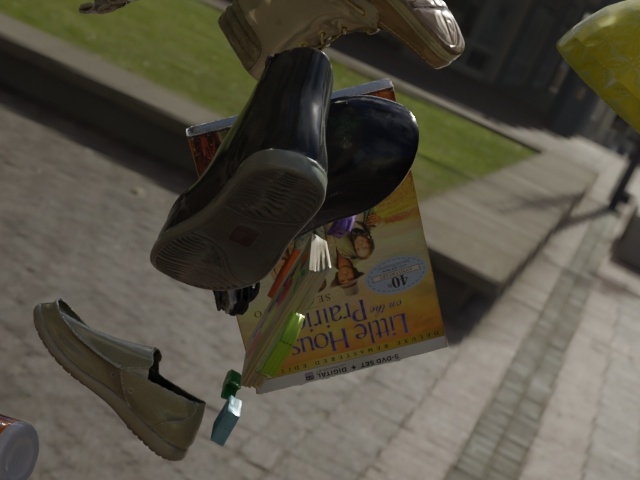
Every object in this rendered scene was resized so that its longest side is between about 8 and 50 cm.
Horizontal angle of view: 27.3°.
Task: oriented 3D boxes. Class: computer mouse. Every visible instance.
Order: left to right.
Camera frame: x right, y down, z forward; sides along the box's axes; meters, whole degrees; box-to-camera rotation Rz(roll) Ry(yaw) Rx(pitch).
[{"bbox_3d":[-0.028,-0.058,1.311,0.072,0.272,0.188,30,39,-46],"label":"computer mouse"}]

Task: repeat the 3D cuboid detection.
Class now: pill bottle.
[{"bbox_3d":[-0.419,0.240,1.571,0.152,0.086,0.086,12,6,24],"label":"pill bottle"}]

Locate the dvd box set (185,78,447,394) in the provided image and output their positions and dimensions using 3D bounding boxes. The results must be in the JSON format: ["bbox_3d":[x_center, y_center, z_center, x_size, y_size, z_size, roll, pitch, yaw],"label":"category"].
[{"bbox_3d":[0.000,0.000,1.947,0.307,0.420,0.062,-13,20,-1],"label":"dvd box set"}]

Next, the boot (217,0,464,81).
[{"bbox_3d":[0.018,-0.238,1.500,0.262,0.203,0.095,43,27,9],"label":"boot"}]

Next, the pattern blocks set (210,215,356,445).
[{"bbox_3d":[-0.039,0.081,1.574,0.026,0.325,0.285,29,26,-8],"label":"pattern blocks set"}]

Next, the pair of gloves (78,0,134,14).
[{"bbox_3d":[-0.119,-0.286,1.340,0.240,0.042,0.204,-7,21,31],"label":"pair of gloves"}]

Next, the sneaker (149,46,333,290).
[{"bbox_3d":[-0.051,-0.047,0.989,0.083,0.118,0.222,26,-34,-21],"label":"sneaker"}]

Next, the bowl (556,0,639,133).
[{"bbox_3d":[0.420,-0.183,1.457,0.289,0.156,0.289,35,20,-15],"label":"bowl"}]

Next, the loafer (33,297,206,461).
[{"bbox_3d":[-0.249,0.161,1.668,0.268,0.092,0.102,43,0,2],"label":"loafer"}]
